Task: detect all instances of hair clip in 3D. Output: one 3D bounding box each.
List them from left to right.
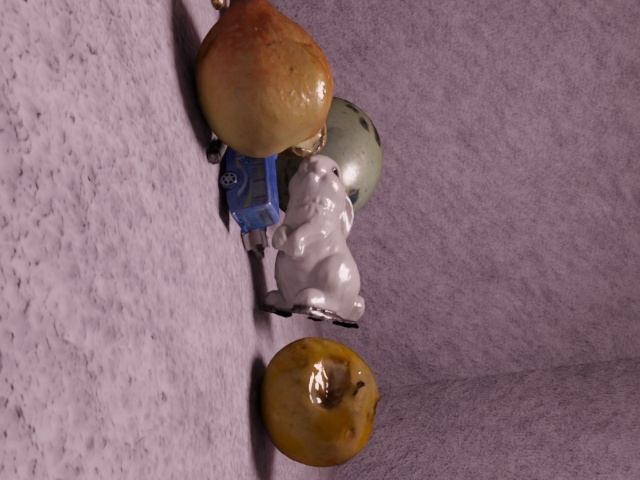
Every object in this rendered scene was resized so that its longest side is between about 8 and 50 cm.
[{"bbox_3d":[-0.131,-0.052,0.934,0.220,0.054,0.140,-99,176,-57],"label":"hair clip"}]

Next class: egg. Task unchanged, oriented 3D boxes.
[{"bbox_3d":[0.005,-0.218,1.242,0.428,0.345,0.345,-91,174,-48],"label":"egg"}]

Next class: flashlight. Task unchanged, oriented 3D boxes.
[{"bbox_3d":[-0.165,-0.145,0.710,0.083,0.018,0.018,-94,176,-60],"label":"flashlight"}]

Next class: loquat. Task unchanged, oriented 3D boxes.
[{"bbox_3d":[-0.006,0.299,0.820,0.244,0.244,0.243,-8,90,-88],"label":"loquat"}]

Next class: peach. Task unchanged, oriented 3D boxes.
[{"bbox_3d":[-0.084,-0.248,0.665,0.232,0.233,0.232,-8,90,-88],"label":"peach"}]

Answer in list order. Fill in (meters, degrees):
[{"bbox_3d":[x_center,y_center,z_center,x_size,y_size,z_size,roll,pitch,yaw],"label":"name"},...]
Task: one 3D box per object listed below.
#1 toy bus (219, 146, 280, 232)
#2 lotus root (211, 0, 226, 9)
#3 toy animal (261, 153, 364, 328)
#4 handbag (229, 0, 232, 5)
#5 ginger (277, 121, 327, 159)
[{"bbox_3d":[-0.123,-0.132,0.779,0.079,0.094,0.236,80,3,-62],"label":"toy bus"},{"bbox_3d":[-0.201,-0.499,0.864,0.037,0.030,0.083,66,16,-79],"label":"lotus root"},{"bbox_3d":[0.000,0.000,0.962,0.258,0.194,0.357,25,68,-46],"label":"toy animal"},{"bbox_3d":[-0.151,-0.454,1.026,0.270,0.117,0.182,75,-1,-66],"label":"handbag"},{"bbox_3d":[-0.083,-0.277,0.904,0.276,0.130,0.221,45,-24,19],"label":"ginger"}]
